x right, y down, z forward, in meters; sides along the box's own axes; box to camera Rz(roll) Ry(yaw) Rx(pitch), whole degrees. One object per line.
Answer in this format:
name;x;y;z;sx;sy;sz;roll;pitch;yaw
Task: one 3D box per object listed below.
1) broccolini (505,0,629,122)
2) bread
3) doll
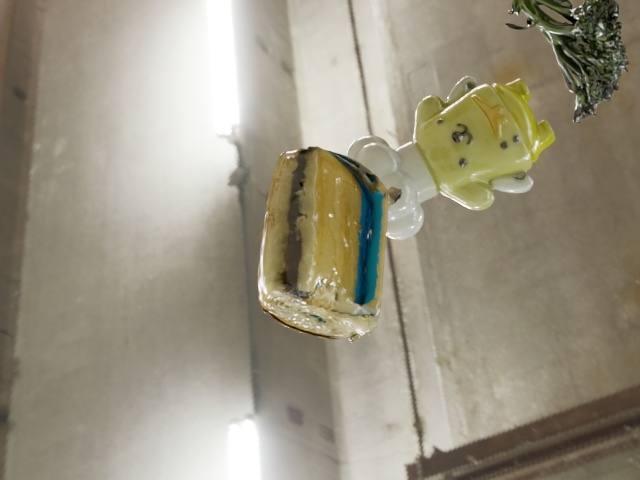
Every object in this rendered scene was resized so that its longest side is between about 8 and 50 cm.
broccolini;0.204;-0.248;0.903;0.272;0.062;0.123;66;-27;19
bread;0.000;0.000;0.537;0.053;0.072;0.106;-41;-148;44
doll;0.096;-0.064;0.756;0.162;0.062;0.106;-27;-110;3
